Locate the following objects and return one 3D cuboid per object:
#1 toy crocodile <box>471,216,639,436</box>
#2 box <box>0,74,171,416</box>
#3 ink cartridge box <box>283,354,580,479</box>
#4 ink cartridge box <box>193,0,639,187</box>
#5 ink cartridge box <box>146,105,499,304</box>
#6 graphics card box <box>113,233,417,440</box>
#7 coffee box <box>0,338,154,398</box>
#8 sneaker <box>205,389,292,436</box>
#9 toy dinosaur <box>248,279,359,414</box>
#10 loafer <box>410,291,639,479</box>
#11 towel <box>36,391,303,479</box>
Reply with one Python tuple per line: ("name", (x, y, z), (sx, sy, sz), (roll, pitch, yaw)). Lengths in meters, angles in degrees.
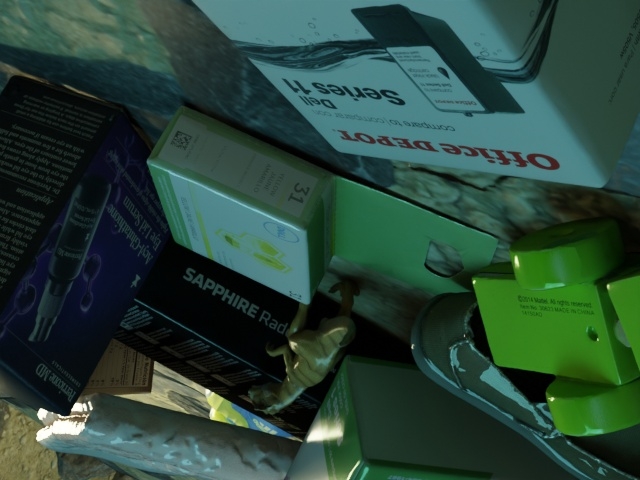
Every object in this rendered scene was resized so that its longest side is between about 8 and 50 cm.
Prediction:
("toy crocodile", (0.195, 0.037, 0.695), (0.340, 0.105, 0.115), (-11, 98, 64))
("box", (-0.214, 0.006, 0.991), (0.108, 0.207, 0.153), (19, 161, 23))
("ink cartridge box", (0.073, 0.241, 1.097), (0.201, 0.117, 0.278), (10, 130, -18))
("ink cartridge box", (0.026, -0.114, 0.506), (0.153, 0.086, 0.208), (11, 158, 42))
("ink cartridge box", (0.000, 0.000, 0.933), (0.235, 0.056, 0.171), (25, 163, 9))
("graphics card box", (-0.069, 0.096, 1.237), (0.371, 0.094, 0.233), (31, 161, -14))
("coffee box", (-0.329, 0.095, 1.360), (0.168, 0.118, 0.297), (6, 180, 36))
("sneaker", (-0.069, 0.222, 1.606), (0.126, 0.091, 0.240), (21, 161, 13))
("toy dinosaur", (0.004, 0.081, 1.049), (0.064, 0.112, 0.211), (13, 148, -17))
("loafer", (0.184, 0.110, 0.914), (0.251, 0.094, 0.087), (24, 163, -4))
("towel", (-0.100, 0.214, 1.282), (0.332, 0.053, 0.317), (16, 166, -19))
